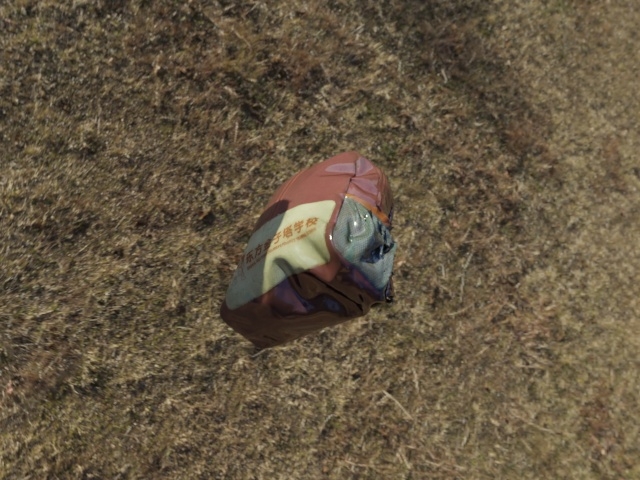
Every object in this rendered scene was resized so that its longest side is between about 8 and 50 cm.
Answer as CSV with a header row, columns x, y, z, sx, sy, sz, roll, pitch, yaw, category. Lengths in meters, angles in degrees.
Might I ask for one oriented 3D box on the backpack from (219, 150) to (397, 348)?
x,y,z,sx,sy,sz,roll,pitch,yaw,category
0.000,0.000,0.812,0.197,0.283,0.317,48,36,-25,backpack
